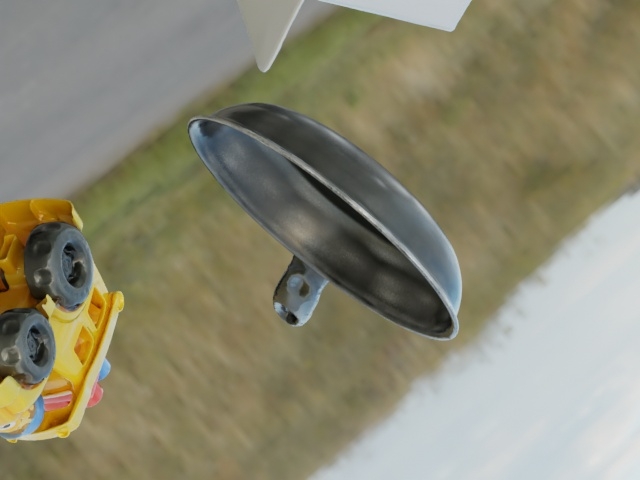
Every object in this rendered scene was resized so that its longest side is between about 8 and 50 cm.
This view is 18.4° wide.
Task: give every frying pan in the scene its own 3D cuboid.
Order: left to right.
[{"bbox_3d":[0.022,0.013,1.201,0.053,0.197,0.326,-51,153,-12],"label":"frying pan"}]

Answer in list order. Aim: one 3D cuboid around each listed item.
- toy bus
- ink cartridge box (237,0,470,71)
[{"bbox_3d":[-0.263,0.106,1.759,0.149,0.211,0.220,-7,-135,24],"label":"toy bus"},{"bbox_3d":[0.061,-0.287,1.305,0.119,0.207,0.353,10,132,-28],"label":"ink cartridge box"}]
